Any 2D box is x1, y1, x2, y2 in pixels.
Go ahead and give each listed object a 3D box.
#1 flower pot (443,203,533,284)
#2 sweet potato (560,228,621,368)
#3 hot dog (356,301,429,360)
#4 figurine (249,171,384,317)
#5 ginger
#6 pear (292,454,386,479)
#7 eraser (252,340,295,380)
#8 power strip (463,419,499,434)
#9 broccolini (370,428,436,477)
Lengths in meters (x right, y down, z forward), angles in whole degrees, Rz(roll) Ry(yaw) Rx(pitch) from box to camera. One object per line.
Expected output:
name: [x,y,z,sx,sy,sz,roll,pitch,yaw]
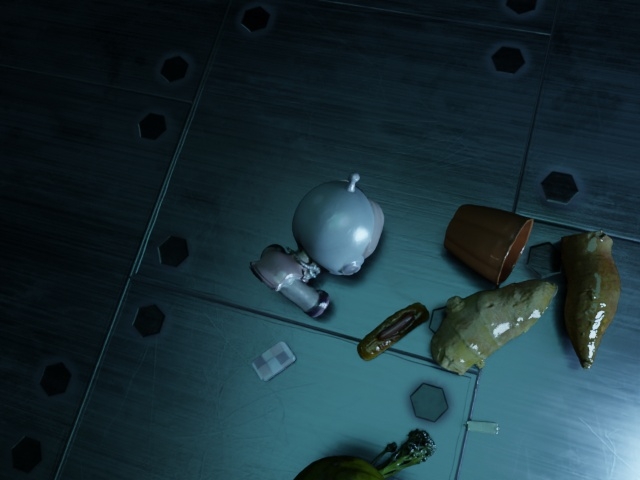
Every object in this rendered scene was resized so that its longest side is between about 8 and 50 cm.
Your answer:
flower pot: [0.417,-0.005,1.399,0.173,0.190,0.190,27,80,25]
sweet potato: [0.662,0.143,1.346,0.131,0.131,0.336,0,76,8]
hot dog: [0.185,0.231,1.428,0.216,0.047,0.066,-34,70,-2]
figurine: [0.007,0.007,1.429,0.361,0.211,0.253,-44,73,-4]
ginger: [0.427,0.195,1.362,0.354,0.126,0.189,-25,87,-3]
pear: [0.051,0.648,1.149,0.352,0.352,0.413,-13,112,4]
eraser: [-0.124,0.319,1.459,0.105,0.026,0.065,-35,76,-2]
power strip: [0.394,0.456,1.351,0.083,0.017,0.027,4,74,9]
broccolini: [0.094,0.559,1.349,0.392,0.074,0.078,-21,114,3]
